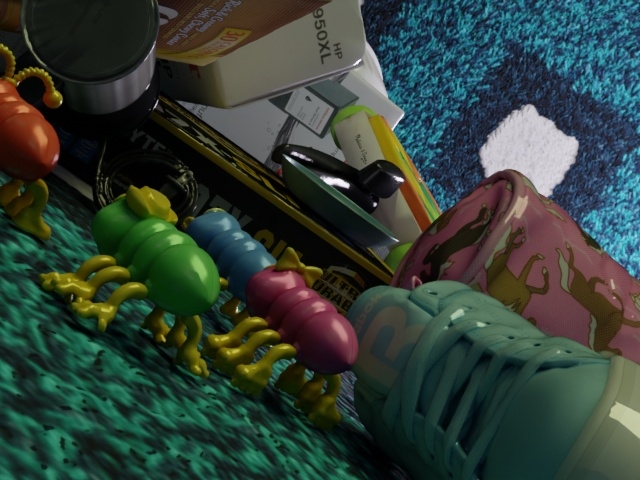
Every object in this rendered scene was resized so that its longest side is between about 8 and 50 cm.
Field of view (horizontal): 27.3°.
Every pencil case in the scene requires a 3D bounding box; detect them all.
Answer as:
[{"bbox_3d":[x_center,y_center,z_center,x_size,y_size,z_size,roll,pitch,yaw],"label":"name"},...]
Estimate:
[{"bbox_3d":[0.219,0.117,0.999,0.386,0.160,0.167,42,17,-13],"label":"pencil case"}]

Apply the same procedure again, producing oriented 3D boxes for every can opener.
[{"bbox_3d":[0.009,-0.061,1.213,0.059,0.073,0.186,47,18,28],"label":"can opener"}]

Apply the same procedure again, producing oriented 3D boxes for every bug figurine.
[{"bbox_3d":[-0.081,0.002,0.713,0.216,0.072,0.279,40,6,41],"label":"bug figurine"}]

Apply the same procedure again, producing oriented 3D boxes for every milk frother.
[{"bbox_3d":[-0.129,-0.087,0.839,0.143,0.129,0.135,29,-12,-1],"label":"milk frother"}]

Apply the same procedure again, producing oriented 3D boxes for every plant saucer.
[{"bbox_3d":[0.011,-0.027,1.077,0.119,0.021,0.119,36,5,-4],"label":"plant saucer"}]

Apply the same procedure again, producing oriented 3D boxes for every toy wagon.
[{"bbox_3d":[0.113,0.010,1.453,0.344,0.068,0.267,54,12,-40],"label":"toy wagon"}]

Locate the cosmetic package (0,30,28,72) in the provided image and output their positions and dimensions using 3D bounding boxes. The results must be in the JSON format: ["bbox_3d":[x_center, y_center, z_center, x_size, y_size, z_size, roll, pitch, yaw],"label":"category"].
[{"bbox_3d":[-0.412,-0.332,1.084,0.230,0.161,0.453,41,6,40],"label":"cosmetic package"}]

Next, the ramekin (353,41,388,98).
[{"bbox_3d":[-0.025,-0.173,1.841,0.273,0.273,0.127,33,16,-36],"label":"ramekin"}]

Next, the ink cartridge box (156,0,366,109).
[{"bbox_3d":[-0.151,-0.298,1.281,0.395,0.166,0.286,17,-56,54],"label":"ink cartridge box"}]

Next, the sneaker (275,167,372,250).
[{"bbox_3d":[0.000,0.000,1.397,0.125,0.104,0.262,61,9,13],"label":"sneaker"}]

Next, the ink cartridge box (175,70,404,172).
[{"bbox_3d":[-0.071,-0.162,1.598,0.289,0.211,0.121,33,5,-35],"label":"ink cartridge box"}]

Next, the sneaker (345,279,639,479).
[{"bbox_3d":[0.075,0.092,0.723,0.150,0.135,0.366,28,-4,-2],"label":"sneaker"}]

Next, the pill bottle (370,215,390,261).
[{"bbox_3d":[0.113,0.009,1.805,0.219,0.123,0.123,39,5,28],"label":"pill bottle"}]

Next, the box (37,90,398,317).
[{"bbox_3d":[-0.099,-0.050,1.101,0.322,0.079,0.257,35,6,-18],"label":"box"}]

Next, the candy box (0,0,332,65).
[{"bbox_3d":[-0.169,-0.201,0.885,0.316,0.088,0.183,6,-12,-35],"label":"candy box"}]

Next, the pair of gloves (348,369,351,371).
[{"bbox_3d":[-0.017,0.063,0.959,0.083,0.010,0.074,30,8,-48],"label":"pair of gloves"}]
